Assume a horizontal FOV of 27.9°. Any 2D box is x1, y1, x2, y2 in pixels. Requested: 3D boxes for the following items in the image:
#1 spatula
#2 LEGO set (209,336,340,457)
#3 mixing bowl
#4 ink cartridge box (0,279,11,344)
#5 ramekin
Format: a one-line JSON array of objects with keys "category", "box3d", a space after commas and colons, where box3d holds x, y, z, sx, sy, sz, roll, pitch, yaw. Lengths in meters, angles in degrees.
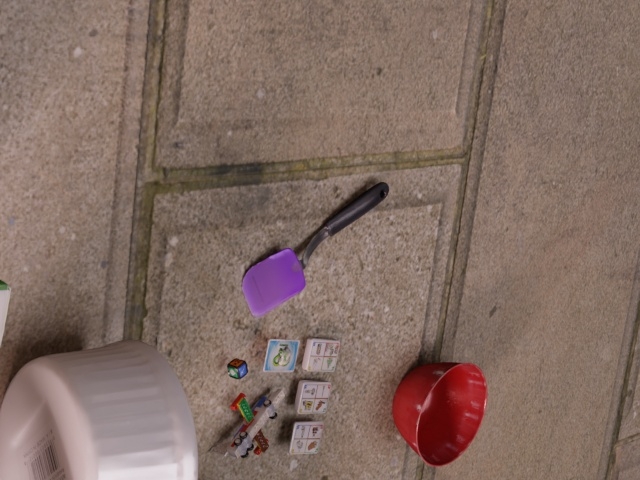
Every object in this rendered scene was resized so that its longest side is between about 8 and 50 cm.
[{"category": "spatula", "box3d": [0.000, 0.000, 1.899, 0.296, 0.030, 0.084, -42, 129, -28]}, {"category": "LEGO set", "box3d": [-0.072, 0.230, 1.917, 0.244, 0.060, 0.182, 8, 93, -55]}, {"category": "mixing bowl", "box3d": [0.185, 0.276, 2.152, 0.181, 0.098, 0.181, -19, 117, -41]}, {"category": "ink cartridge box", "box3d": [-0.442, 0.053, 1.319, 0.153, 0.208, 0.086, -2, 109, -46]}, {"category": "ramekin", "box3d": [-0.276, 0.258, 1.533, 0.135, 0.277, 0.277, 1, 104, -39]}]
